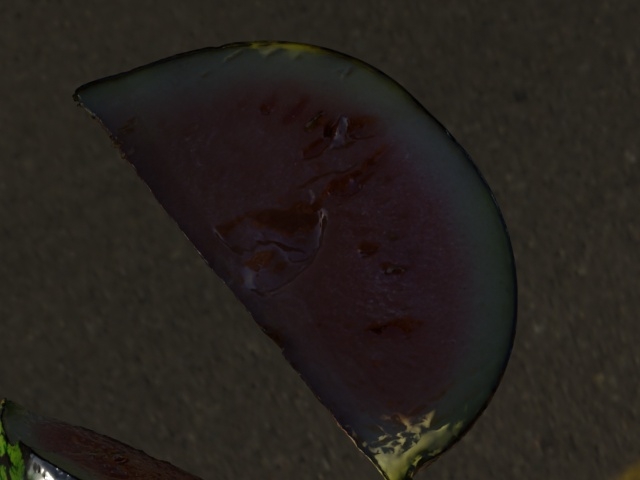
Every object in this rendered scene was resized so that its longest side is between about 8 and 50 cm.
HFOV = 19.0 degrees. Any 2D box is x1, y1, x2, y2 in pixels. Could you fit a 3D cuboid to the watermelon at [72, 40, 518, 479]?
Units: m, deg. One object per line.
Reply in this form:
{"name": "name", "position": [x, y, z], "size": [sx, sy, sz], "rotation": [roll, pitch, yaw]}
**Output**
{"name": "watermelon", "position": [0.004, 0.002, 0.606], "size": [0.087, 0.069, 0.163], "rotation": [-34, 72, -15]}

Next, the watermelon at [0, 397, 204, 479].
{"name": "watermelon", "position": [-0.122, 0.178, 1.074], "size": [0.137, 0.193, 0.145], "rotation": [-25, 8, 2]}
